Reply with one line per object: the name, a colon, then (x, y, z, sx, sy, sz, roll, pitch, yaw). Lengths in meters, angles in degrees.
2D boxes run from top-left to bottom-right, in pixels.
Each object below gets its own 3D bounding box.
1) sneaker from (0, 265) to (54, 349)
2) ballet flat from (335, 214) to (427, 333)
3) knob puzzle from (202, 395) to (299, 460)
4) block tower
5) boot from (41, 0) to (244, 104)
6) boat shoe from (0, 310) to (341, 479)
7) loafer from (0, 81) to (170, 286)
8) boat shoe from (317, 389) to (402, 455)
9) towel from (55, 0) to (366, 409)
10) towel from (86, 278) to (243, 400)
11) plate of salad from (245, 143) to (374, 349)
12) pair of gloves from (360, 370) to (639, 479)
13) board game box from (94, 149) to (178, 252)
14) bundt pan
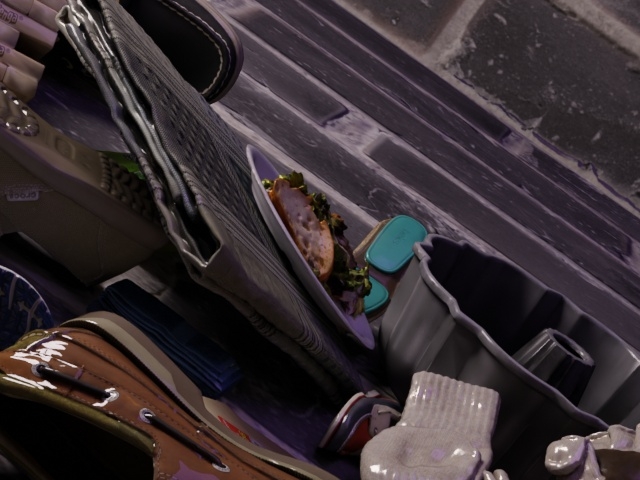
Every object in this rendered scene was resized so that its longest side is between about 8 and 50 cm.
sneaker: (-0.234, 0.022, 1.125, 0.135, 0.052, 0.058, 32, 11, -12)
ballet flat: (0.036, 0.047, 1.568, 0.073, 0.067, 0.206, 38, 38, 14)
knob puzzle: (-0.037, 0.167, 1.101, 0.213, 0.030, 0.213, 43, 5, -5)
block tower: (-0.249, -0.246, 1.439, 0.097, 0.091, 0.335, 28, 60, -25)
boot: (-0.268, -0.224, 1.626, 0.377, 0.138, 0.284, 31, 14, 0)
boat shoe: (-0.073, 0.161, 0.968, 0.307, 0.110, 0.104, 33, 27, 23)
loafer: (-0.236, -0.052, 1.259, 0.268, 0.092, 0.102, 34, 14, -12)
boat shoe: (0.036, 0.147, 1.330, 0.043, 0.049, 0.137, 41, 11, 12)
towel: (-0.091, -0.033, 1.351, 0.312, 0.056, 0.324, 62, 7, 32)
towel: (-0.112, 0.072, 1.270, 0.119, 0.029, 0.067, 36, 14, 6)
plate of salad: (0.000, 0.000, 1.421, 0.200, 0.048, 0.200, 56, 6, -10)
pair of gloves: (0.150, 0.177, 1.255, 0.240, 0.042, 0.204, 17, 34, 14)
board game box: (-0.143, -0.034, 1.497, 0.092, 0.043, 0.181, 41, 17, 19)
bundt pan: (0.186, 0.140, 1.518, 0.331, 0.124, 0.331, 33, 15, -10)
